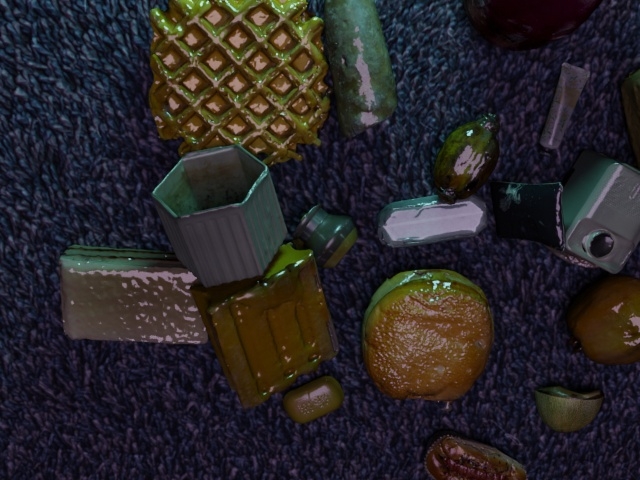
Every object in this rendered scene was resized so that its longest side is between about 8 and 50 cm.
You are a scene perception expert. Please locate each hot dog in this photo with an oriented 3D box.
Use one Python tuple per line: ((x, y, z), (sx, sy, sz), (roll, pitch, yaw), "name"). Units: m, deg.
((0.363, 0.542, 1.925), (0.268, 0.075, 0.144), (25, 100, -12), "hot dog")

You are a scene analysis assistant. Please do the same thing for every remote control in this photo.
((0.243, -0.043, 1.769), (0.247, 0.052, 0.104), (-10, 101, 1), "remote control")

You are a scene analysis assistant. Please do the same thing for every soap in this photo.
((-0.015, 0.365, 1.869), (0.140, 0.045, 0.089), (-25, 102, 4), "soap")
((-0.107, 0.174, 1.713), (0.259, 0.143, 0.281), (-27, 121, -21), "soap")

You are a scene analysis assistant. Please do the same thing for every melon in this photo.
((0.583, 0.397, 1.895), (0.160, 0.079, 0.128), (1, 104, -4), "melon")

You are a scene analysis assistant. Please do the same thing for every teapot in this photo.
((0.000, 0.000, 1.738), (0.119, 0.130, 0.166), (40, 129, 2), "teapot")

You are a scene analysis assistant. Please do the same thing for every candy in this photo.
((-0.386, 0.115, 1.733), (0.320, 0.135, 0.180), (4, 107, -4), "candy")

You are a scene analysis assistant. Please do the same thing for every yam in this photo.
((0.072, -0.379, 1.629), (0.133, 0.133, 0.330), (-12, 100, 0), "yam")

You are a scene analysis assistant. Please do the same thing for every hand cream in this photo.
((0.507, -0.273, 1.725), (0.067, 0.042, 0.195), (17, 100, -6), "hand cream")

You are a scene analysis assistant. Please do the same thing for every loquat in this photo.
((0.644, 0.178, 1.792), (0.234, 0.176, 0.187), (-41, 63, 26), "loquat")

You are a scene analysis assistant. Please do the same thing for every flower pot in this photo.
((-0.195, -0.050, 1.622), (0.209, 0.239, 0.190), (8, 134, 24), "flower pot")

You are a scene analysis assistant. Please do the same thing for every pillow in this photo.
((0.430, -0.058, 1.703), (0.055, 0.208, 0.141), (-15, 105, -27), "pillow")

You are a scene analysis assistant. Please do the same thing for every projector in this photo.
((0.584, -0.054, 1.720), (0.163, 0.177, 0.242), (28, 103, -10), "projector")

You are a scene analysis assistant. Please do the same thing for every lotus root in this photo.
((0.307, -0.173, 1.705), (0.120, 0.120, 0.209), (28, 100, -10), "lotus root")

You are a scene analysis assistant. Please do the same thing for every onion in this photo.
((0.422, -0.523, 1.544), (0.281, 0.260, 0.337), (15, 104, -13), "onion")

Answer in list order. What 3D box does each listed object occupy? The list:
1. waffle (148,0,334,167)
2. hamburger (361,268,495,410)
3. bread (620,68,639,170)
((-0.162, -0.331, 1.649), (0.379, 0.095, 0.382), (-4, 108, -4), "waffle")
((0.234, 0.216, 1.778), (0.289, 0.170, 0.314), (4, 106, -1), "hamburger")
((0.788, -0.240, 1.664), (0.279, 0.207, 0.279), (-23, 106, 4), "bread")
